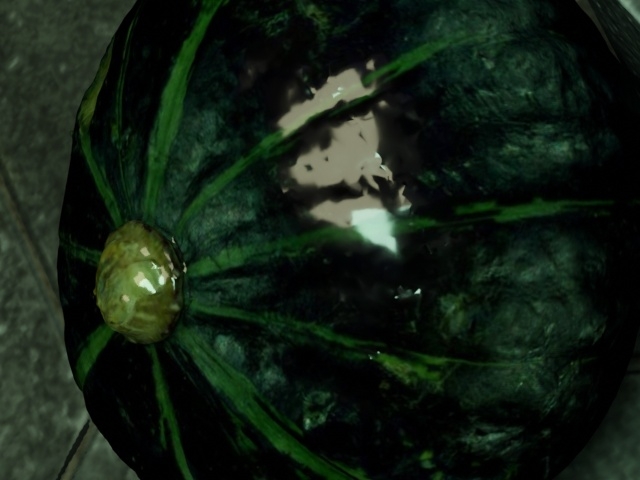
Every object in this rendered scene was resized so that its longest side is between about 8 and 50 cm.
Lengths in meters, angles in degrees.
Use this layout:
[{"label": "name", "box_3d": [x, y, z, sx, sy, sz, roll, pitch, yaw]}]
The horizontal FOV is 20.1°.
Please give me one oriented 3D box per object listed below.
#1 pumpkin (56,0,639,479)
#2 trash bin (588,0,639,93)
[{"label": "pumpkin", "box_3d": [0.000, 0.000, 0.832, 0.315, 0.238, 0.315, 5, 97, 45]}, {"label": "trash bin", "box_3d": [0.290, -0.177, 0.761, 0.367, 0.256, 0.296, -38, 56, 5]}]
